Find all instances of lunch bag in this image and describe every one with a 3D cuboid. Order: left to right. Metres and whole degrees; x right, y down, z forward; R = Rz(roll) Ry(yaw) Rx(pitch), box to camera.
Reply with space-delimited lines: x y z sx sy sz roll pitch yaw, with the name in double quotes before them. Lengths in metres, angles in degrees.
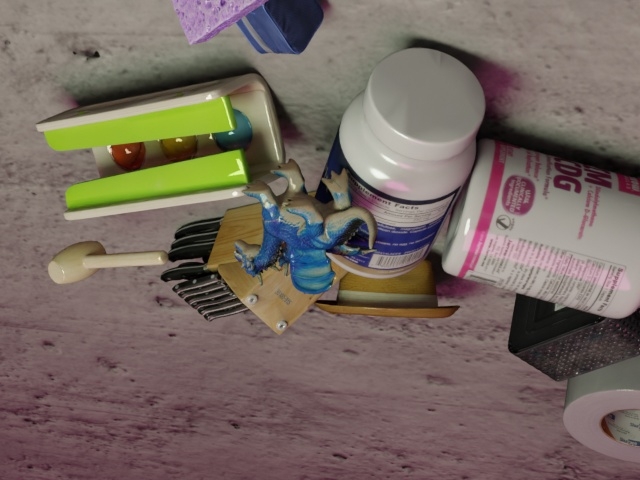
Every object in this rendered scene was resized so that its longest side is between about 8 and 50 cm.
"lunch bag" -0.049 -0.236 1.299 0.065 0.067 0.098 10 148 40

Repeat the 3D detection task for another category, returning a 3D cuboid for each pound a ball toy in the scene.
"pound a ball toy" -0.195 -0.072 1.516 0.319 0.136 0.208 -7 105 31

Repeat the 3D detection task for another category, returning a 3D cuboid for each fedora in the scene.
"fedora" 0.086 0.059 1.645 0.194 0.079 0.194 2 179 0

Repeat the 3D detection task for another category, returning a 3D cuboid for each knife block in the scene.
"knife block" -0.077 0.000 1.673 0.275 0.242 0.088 -43 129 2

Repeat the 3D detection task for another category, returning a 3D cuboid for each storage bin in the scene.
"storage bin" 0.330 0.089 1.576 0.084 0.122 0.180 32 144 -23

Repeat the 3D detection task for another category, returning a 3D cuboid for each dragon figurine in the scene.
"dragon figurine" 0.000 0.000 1.362 0.289 0.085 0.144 15 135 48

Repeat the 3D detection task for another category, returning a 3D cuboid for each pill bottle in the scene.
"pill bottle" 0.085 -0.082 1.397 0.153 0.153 0.265 17 147 -2
"pill bottle" 0.292 -0.005 1.418 0.283 0.160 0.160 15 147 0

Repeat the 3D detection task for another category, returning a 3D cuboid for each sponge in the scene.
"sponge" -0.082 -0.282 1.220 0.210 0.031 0.117 -23 90 44

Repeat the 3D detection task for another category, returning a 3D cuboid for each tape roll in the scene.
"tape roll" 0.457 0.237 1.791 0.219 0.072 0.219 11 146 7
